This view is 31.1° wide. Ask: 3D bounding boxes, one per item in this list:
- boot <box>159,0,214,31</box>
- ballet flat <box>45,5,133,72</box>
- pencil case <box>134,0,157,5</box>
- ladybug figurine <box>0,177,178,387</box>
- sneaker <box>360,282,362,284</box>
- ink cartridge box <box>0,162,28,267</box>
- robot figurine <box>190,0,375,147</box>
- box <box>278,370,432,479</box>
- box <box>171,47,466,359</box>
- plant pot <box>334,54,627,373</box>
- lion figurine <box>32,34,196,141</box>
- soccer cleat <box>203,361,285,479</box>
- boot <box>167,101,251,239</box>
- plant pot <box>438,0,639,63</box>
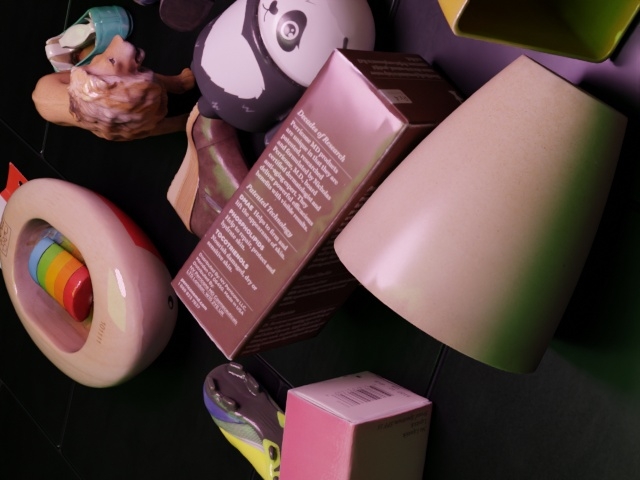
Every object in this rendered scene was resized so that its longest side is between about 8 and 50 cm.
[{"bbox_3d":[-0.113,-0.445,1.540,0.264,0.096,0.280,-50,24,43],"label":"boot"},{"bbox_3d":[-0.412,-0.332,1.934,0.247,0.087,0.083,-21,79,48],"label":"ballet flat"},{"bbox_3d":[-0.397,-0.420,1.666,0.183,0.410,0.160,28,117,35],"label":"pencil case"},{"bbox_3d":[-0.380,0.058,1.892,0.449,0.162,0.305,39,122,38],"label":"ladybug figurine"},{"bbox_3d":[0.000,0.000,1.534,0.175,0.064,0.067,42,120,37],"label":"sneaker"},{"bbox_3d":[-0.598,-0.038,2.212,0.145,0.045,0.179,42,126,36],"label":"ink cartridge box"},{"bbox_3d":[-0.056,-0.243,1.482,0.278,0.173,0.209,-24,110,47],"label":"robot figurine"},{"bbox_3d":[0.039,0.303,1.466,0.127,0.148,0.232,20,110,44],"label":"box"},{"bbox_3d":[0.004,-0.041,1.376,0.143,0.191,0.381,50,119,20],"label":"box"},{"bbox_3d":[0.191,-0.046,1.208,0.256,0.256,0.274,41,108,37],"label":"plant pot"},{"bbox_3d":[-0.342,-0.214,1.757,0.392,0.240,0.142,-3,93,49],"label":"lion figurine"},{"bbox_3d":[-0.068,0.297,1.652,0.289,0.093,0.121,48,158,28],"label":"soccer cleat"},{"bbox_3d":[-0.110,-0.090,1.654,0.207,0.090,0.248,40,122,23],"label":"boot"},{"bbox_3d":[0.218,-0.330,1.160,0.212,0.212,0.187,-63,39,32],"label":"plant pot"}]
